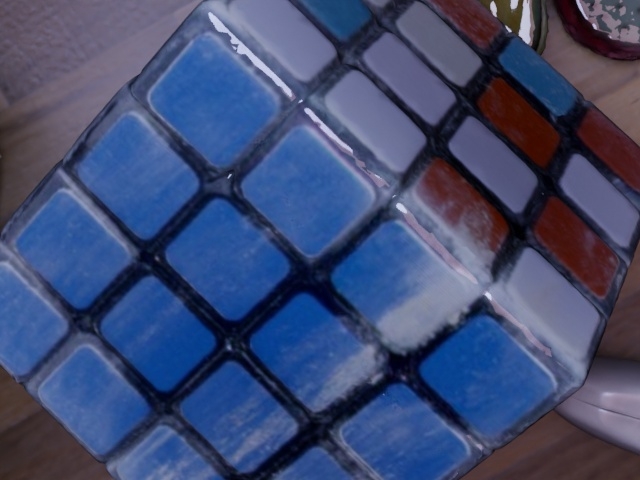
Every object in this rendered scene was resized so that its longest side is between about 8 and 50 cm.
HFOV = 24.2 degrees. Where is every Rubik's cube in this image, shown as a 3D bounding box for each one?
[{"bbox_3d":[0.001,0.001,0.832,0.256,0.253,0.259,44,120,-2],"label":"Rubik's cube"}]

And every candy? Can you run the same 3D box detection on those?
[{"bbox_3d":[0.201,-0.167,0.964,0.103,0.043,0.103,0,92,1],"label":"candy"}]

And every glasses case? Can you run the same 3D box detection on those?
[{"bbox_3d":[0.259,0.122,0.954,0.234,0.092,0.059,16,95,1],"label":"glasses case"}]

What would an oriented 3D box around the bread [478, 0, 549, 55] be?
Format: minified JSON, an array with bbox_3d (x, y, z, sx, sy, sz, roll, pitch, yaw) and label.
[{"bbox_3d":[0.074,-0.204,0.942,0.207,0.056,0.286,9,96,14],"label":"bread"}]
